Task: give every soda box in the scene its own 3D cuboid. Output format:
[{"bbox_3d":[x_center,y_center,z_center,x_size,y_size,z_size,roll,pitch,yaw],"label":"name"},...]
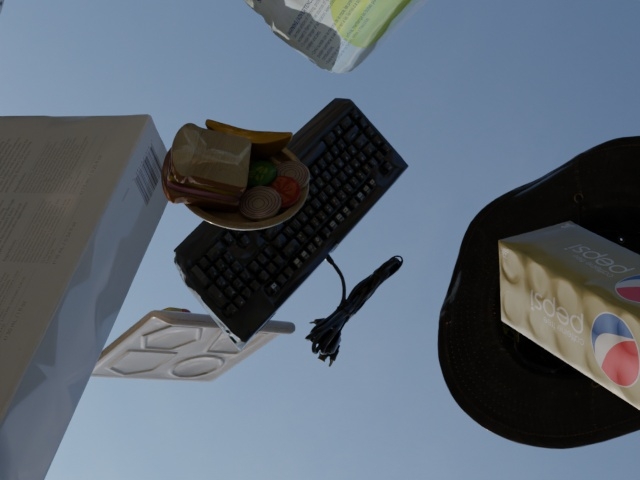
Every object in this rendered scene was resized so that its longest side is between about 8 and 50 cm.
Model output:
[{"bbox_3d":[0.179,0.046,0.727,0.181,0.058,0.061,35,-45,58],"label":"soda box"}]

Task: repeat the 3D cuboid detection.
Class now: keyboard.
[{"bbox_3d":[0.000,0.000,1.276,0.201,0.317,0.033,51,-37,-11],"label":"keyboard"}]

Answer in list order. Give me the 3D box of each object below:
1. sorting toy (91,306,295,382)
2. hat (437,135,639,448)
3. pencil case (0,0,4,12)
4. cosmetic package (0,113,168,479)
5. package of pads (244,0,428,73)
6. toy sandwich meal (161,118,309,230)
[{"bbox_3d":[-0.162,0.122,1.435,0.208,0.193,0.038,-32,-120,43],"label":"sorting toy"},{"bbox_3d":[0.281,0.068,1.164,0.331,0.134,0.331,-23,-130,31],"label":"hat"},{"bbox_3d":[-0.449,-0.216,1.382,0.183,0.160,0.410,50,-49,28],"label":"pencil case"},{"bbox_3d":[-0.323,0.047,1.075,0.284,0.097,0.377,4,-130,19],"label":"cosmetic package"},{"bbox_3d":[0.093,-0.236,0.613,0.101,0.296,0.229,44,-27,-1],"label":"package of pads"},{"bbox_3d":[-0.047,-0.040,0.685,0.085,0.085,0.029,42,-36,26],"label":"toy sandwich meal"}]
